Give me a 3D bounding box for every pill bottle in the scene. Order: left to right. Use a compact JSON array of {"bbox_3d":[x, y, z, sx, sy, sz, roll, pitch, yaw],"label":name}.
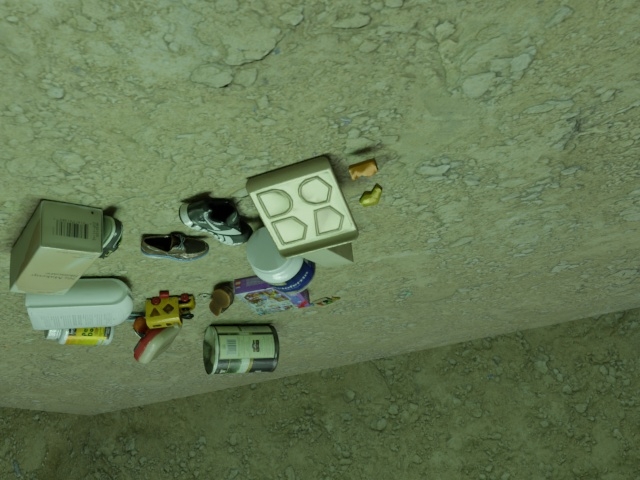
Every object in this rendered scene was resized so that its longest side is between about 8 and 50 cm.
[{"bbox_3d":[-0.841,0.305,2.097,0.215,0.117,0.117,8,152,-35],"label":"pill bottle"},{"bbox_3d":[-0.110,0.054,1.677,0.153,0.153,0.265,-12,163,8],"label":"pill bottle"}]

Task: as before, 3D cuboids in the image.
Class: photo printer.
[{"bbox_3d":[-0.750,0.201,1.893,0.307,0.107,0.256,0,157,-19],"label":"photo printer"}]

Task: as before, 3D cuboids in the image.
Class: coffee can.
[{"bbox_3d":[-0.336,0.458,2.531,0.275,0.201,0.201,4,155,-25],"label":"coffee can"}]

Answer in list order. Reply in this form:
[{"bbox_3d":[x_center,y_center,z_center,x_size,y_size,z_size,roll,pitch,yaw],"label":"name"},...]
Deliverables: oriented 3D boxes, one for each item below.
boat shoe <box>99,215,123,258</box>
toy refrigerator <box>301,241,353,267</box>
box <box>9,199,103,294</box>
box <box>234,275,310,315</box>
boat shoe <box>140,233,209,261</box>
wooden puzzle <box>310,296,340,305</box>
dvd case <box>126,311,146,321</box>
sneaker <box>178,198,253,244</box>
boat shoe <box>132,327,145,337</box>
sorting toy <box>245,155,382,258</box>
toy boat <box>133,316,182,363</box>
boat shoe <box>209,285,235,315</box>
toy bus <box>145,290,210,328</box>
[{"bbox_3d":[-0.539,-0.006,1.514,0.068,0.081,0.227,6,161,-38],"label":"boat shoe"},{"bbox_3d":[0.000,0.000,1.632,0.094,0.102,0.269,-12,165,20],"label":"toy refrigerator"},{"bbox_3d":[-0.661,0.028,1.490,0.148,0.121,0.311,8,152,-35],"label":"box"},{"bbox_3d":[-0.164,0.190,2.133,0.201,0.057,0.293,-11,157,8],"label":"box"},{"bbox_3d":[-0.394,0.017,1.631,0.183,0.066,0.066,-3,156,-13],"label":"boat shoe"},{"bbox_3d":[0.016,0.245,2.386,0.116,0.014,0.078,-25,152,35],"label":"wooden puzzle"},{"bbox_3d":[-0.716,0.281,2.219,0.119,0.013,0.087,10,152,-35],"label":"dvd case"},{"bbox_3d":[-0.236,-0.048,1.513,0.106,0.078,0.234,-20,153,31],"label":"sneaker"},{"bbox_3d":[-0.705,0.370,2.401,0.042,0.049,0.133,-37,149,-3],"label":"boat shoe"},{"bbox_3d":[0.004,-0.088,1.419,0.307,0.041,0.229,-15,120,16],"label":"sorting toy"},{"bbox_3d":[-0.619,0.336,2.204,0.151,0.151,0.231,-53,175,23],"label":"toy boat"},{"bbox_3d":[-0.336,0.199,2.096,0.073,0.073,0.207,-40,178,-31],"label":"boat shoe"},{"bbox_3d":[-0.514,0.255,2.107,0.202,0.104,0.191,-25,152,36],"label":"toy bus"}]
